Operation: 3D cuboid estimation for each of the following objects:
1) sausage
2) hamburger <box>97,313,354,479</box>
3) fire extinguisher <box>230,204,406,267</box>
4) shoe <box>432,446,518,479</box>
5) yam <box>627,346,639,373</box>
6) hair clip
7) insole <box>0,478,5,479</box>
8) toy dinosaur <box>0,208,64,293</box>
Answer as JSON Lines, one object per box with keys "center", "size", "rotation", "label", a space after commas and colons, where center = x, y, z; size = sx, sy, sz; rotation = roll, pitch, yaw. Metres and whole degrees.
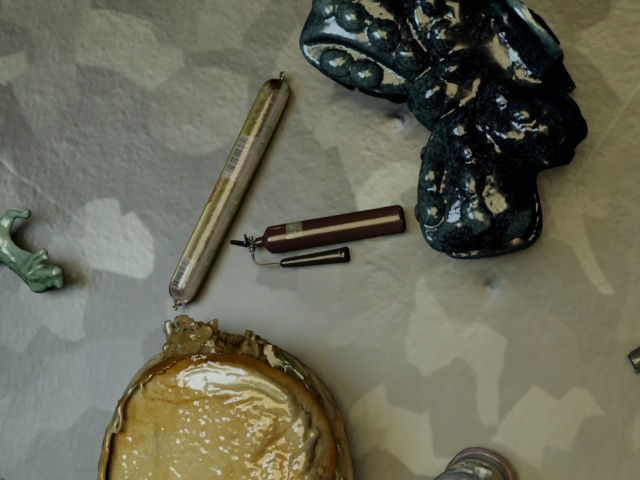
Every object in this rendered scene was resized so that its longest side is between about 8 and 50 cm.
{"center": [-0.092, -0.051, 1.366], "size": [0.033, 0.033, 0.269], "rotation": [24, 86, 13], "label": "sausage"}
{"center": [-0.096, 0.206, 1.271], "size": [0.243, 0.146, 0.286], "rotation": [-32, 83, 11], "label": "hamburger"}
{"center": [0.000, 0.000, 1.344], "size": [0.173, 0.035, 0.049], "rotation": [-9, 117, 9], "label": "fire extinguisher"}
{"center": [0.118, 0.276, 1.242], "size": [0.089, 0.092, 0.180], "rotation": [33, 88, 13], "label": "shoe"}
{"center": [0.395, 0.059, 1.258], "size": [0.234, 0.027, 0.029], "rotation": [-30, 101, 4], "label": "yam"}
{"center": [0.132, -0.142, 1.266], "size": [0.206, 0.194, 0.310], "rotation": [-35, 78, 10], "label": "hair clip"}
{"center": [-0.366, 0.262, 1.379], "size": [0.193, 0.006, 0.065], "rotation": [23, 86, 13], "label": "insole"}
{"center": [-0.432, -0.036, 1.402], "size": [0.383, 0.076, 0.129], "rotation": [13, 108, 19], "label": "toy dinosaur"}
